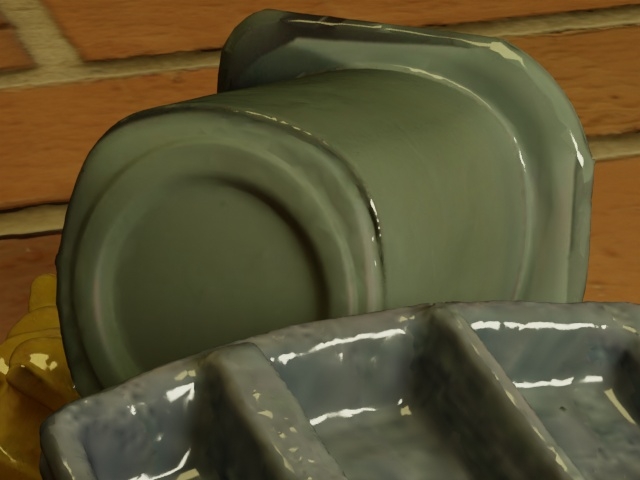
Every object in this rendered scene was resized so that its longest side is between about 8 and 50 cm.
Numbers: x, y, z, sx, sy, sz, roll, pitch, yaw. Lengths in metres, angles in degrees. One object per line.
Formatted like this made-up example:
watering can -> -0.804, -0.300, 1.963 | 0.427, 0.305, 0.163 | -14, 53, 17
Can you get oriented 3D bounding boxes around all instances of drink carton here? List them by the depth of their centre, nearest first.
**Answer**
drink carton -> 0.000, 0.000, 0.819 | 0.191, 0.185, 0.189 | 12, 9, 22

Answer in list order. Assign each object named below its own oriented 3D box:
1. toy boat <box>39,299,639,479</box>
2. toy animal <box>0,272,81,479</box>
toy boat -> 0.049, 0.080, 0.648 | 0.283, 0.078, 0.127 | -7, 37, -26
toy animal -> -0.114, 0.062, 0.883 | 0.083, 0.070, 0.159 | 30, 15, -16
